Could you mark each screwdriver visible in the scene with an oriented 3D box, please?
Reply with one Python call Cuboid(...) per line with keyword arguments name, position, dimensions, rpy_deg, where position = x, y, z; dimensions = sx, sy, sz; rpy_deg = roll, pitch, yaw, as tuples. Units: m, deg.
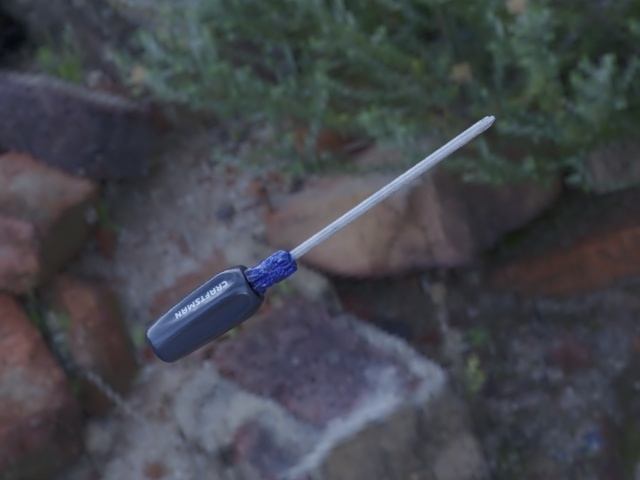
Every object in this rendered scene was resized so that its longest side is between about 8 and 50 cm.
Cuboid(name="screwdriver", position=(0.000, 0.000, 0.776), dimensions=(0.170, 0.024, 0.025), rpy_deg=(-32, 23, 16))
